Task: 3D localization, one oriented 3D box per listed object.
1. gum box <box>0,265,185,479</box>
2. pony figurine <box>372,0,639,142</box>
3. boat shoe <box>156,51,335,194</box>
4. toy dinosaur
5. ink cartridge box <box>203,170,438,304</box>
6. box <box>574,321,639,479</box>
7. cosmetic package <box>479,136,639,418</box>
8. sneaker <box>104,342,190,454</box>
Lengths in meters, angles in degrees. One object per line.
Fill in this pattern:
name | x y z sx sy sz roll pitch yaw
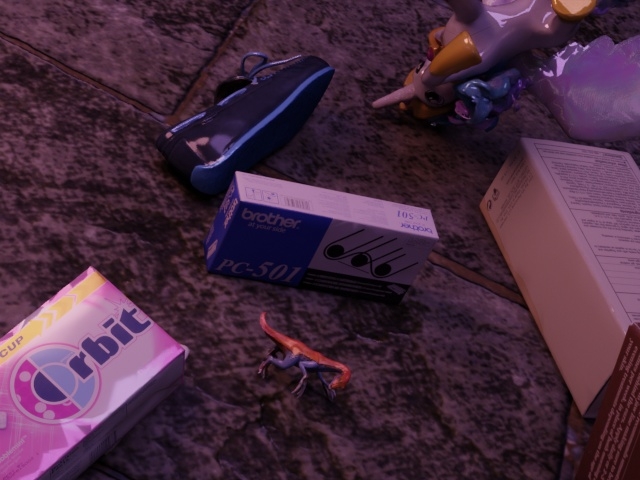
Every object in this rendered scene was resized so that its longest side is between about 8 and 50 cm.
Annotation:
gum box | -0.208 0.122 1.116 0.107 0.062 0.188 40 61 17
pony figurine | 0.231 -0.242 1.563 0.351 0.363 0.302 -21 80 -6
boat shoe | -0.074 -0.145 1.522 0.089 0.109 0.258 33 35 13
toy dinosaur | -0.014 0.108 1.292 0.082 0.090 0.047 -8 14 26
ink cartridge box | 0.000 0.000 1.404 0.207 0.097 0.046 10 41 -21
box | 0.366 0.247 1.195 0.143 0.191 0.381 2 32 -18
cosmetic package | 0.305 0.037 1.538 0.160 0.113 0.309 6 43 -26
sneaker | -0.166 0.114 1.206 0.070 0.051 0.134 37 42 4
